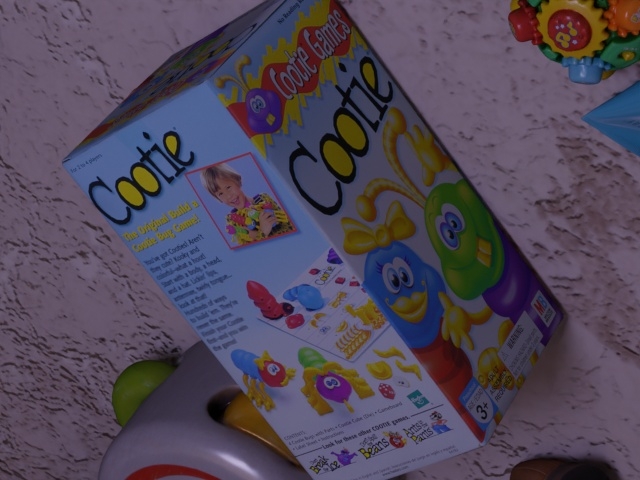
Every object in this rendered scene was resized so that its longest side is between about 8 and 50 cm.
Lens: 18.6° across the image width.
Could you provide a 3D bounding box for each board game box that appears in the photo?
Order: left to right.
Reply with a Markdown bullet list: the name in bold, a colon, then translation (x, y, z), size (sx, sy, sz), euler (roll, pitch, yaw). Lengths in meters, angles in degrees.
- **board game box**: translation (0.000, 0.000, 1.213), size (0.144, 0.142, 0.275), euler (-24, 109, 41)

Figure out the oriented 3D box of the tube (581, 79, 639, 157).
- **tube**: translation (0.238, -0.097, 1.061), size (0.080, 0.052, 0.207), euler (34, 139, -15)

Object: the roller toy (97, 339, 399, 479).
- **roller toy**: translation (-0.052, 0.175, 1.376), size (0.209, 0.146, 0.191), euler (-9, 118, 35)

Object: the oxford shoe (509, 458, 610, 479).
- **oxford shoe**: translation (0.182, 0.241, 1.341), size (0.076, 0.076, 0.212), euler (9, 119, 58)

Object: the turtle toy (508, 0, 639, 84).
- **turtle toy**: translation (0.135, -0.138, 1.078), size (0.130, 0.066, 0.095), euler (37, 134, 2)
